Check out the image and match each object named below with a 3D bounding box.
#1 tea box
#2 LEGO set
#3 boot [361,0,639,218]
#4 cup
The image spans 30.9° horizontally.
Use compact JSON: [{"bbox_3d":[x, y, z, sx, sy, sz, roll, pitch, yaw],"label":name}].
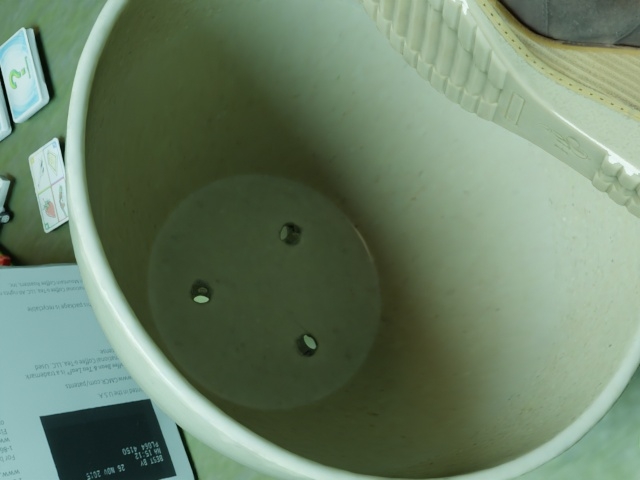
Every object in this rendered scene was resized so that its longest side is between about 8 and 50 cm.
[{"bbox_3d":[-0.342,0.184,0.926,0.323,0.329,0.220,-34,70,33],"label":"tea box"},{"bbox_3d":[-0.307,-0.050,1.075,0.182,0.060,0.244,-26,74,40],"label":"LEGO set"},{"bbox_3d":[0.151,-0.146,0.598,0.248,0.090,0.207,40,72,5],"label":"boot"},{"bbox_3d":[0.000,0.000,0.695,0.237,0.331,0.331,136,120,-63],"label":"cup"}]
